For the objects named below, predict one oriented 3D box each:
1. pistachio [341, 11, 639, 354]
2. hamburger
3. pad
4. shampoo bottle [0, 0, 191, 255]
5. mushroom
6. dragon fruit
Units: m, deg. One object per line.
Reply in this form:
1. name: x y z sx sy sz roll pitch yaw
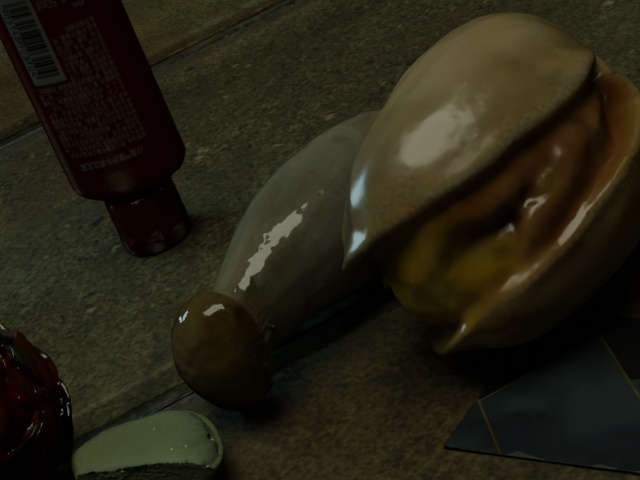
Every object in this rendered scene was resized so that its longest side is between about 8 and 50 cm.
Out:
1. pistachio: 0.142 -0.052 1.339 0.230 0.230 0.309 3 43 38
2. hamburger: -0.127 0.166 1.317 0.121 0.054 0.084 -13 26 12
3. pad: 0.222 0.106 1.219 0.243 0.004 0.163 3 38 37
4. shampoo bottle: -0.207 -0.133 1.596 0.118 0.314 0.076 -19 28 8
5. mushroom: 0.000 0.000 1.428 0.128 0.128 0.350 5 41 40
6. dragon fruit: -0.284 0.147 1.331 0.189 0.182 0.182 -21 28 -13
